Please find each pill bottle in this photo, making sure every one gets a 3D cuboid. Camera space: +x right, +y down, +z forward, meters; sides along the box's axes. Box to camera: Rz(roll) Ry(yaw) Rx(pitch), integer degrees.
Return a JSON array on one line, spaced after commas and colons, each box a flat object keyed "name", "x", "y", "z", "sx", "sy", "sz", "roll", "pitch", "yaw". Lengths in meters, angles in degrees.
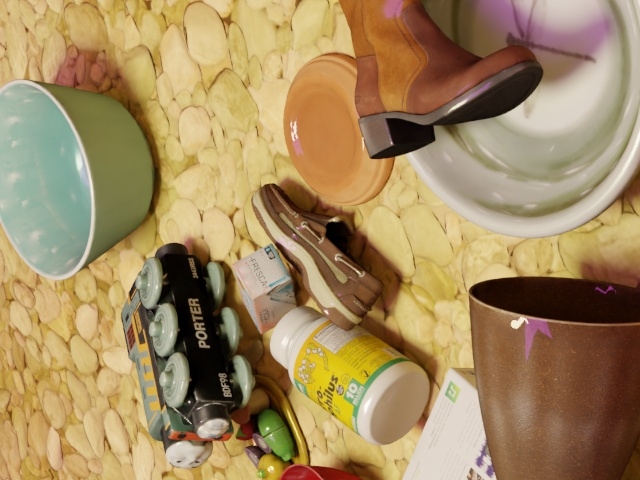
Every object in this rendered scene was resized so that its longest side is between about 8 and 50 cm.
[{"name": "pill bottle", "x": 0.032, "y": 0.168, "z": 1.926, "sx": 0.208, "sy": 0.118, "sz": 0.117, "roll": 33, "pitch": 126, "yaw": 39}]

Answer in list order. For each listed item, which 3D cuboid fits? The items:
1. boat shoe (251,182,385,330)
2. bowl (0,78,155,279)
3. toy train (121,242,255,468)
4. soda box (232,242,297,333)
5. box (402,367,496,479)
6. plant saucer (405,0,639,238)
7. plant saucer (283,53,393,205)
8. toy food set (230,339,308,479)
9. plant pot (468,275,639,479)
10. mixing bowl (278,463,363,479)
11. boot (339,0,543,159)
[{"name": "boat shoe", "x": 0.004, "y": 0.003, "z": 1.945, "sx": 0.095, "sy": 0.095, "sz": 0.257, "roll": -43, "pitch": 56, "yaw": 10}, {"name": "bowl", "x": -0.369, "y": -0.107, "z": 2.275, "sx": 0.311, "sy": 0.163, "sz": 0.311, "roll": 21, "pitch": 118, "yaw": 46}, {"name": "toy train", "x": -0.200, "y": 0.166, "z": 2.144, "sx": 0.190, "sy": 0.142, "sz": 0.334, "roll": -60, "pitch": 37, "yaw": 41}, {"name": "soda box", "x": -0.073, "y": 0.068, "z": 1.993, "sx": 0.058, "sy": 0.063, "sz": 0.183, "roll": 60, "pitch": 173, "yaw": 16}, {"name": "box", "x": 0.223, "y": 0.329, "z": 1.731, "sx": 0.322, "sy": 0.058, "sz": 0.232, "roll": 42, "pitch": 117, "yaw": 45}, {"name": "plant saucer", "x": 0.223, "y": -0.206, "z": 1.580, "sx": 0.400, "sy": 0.101, "sz": 0.400, "roll": 22, "pitch": 119, "yaw": 45}, {"name": "plant saucer", "x": 0.015, "y": -0.140, "z": 1.903, "sx": 0.200, "sy": 0.037, "sz": 0.200, "roll": 20, "pitch": 118, "yaw": 44}, {"name": "toy food set", "x": -0.101, "y": 0.270, "z": 2.157, "sx": 0.128, "sy": 0.071, "sz": 0.218, "roll": -35, "pitch": 75, "yaw": 50}, {"name": "plant pot", "x": 0.255, "y": 0.172, "z": 1.556, "sx": 0.215, "sy": 0.215, "sz": 0.230, "roll": 14, "pitch": 105, "yaw": 47}, {"name": "mixing bowl", "x": 0.024, "y": 0.385, "z": 2.017, "sx": 0.181, "sy": 0.098, "sz": 0.181, "roll": 18, "pitch": 112, "yaw": 54}, {"name": "boot", "x": 0.110, "y": -0.254, "z": 1.578, "sx": 0.264, "sy": 0.096, "sz": 0.280, "roll": -23, "pitch": 77, "yaw": 59}]
